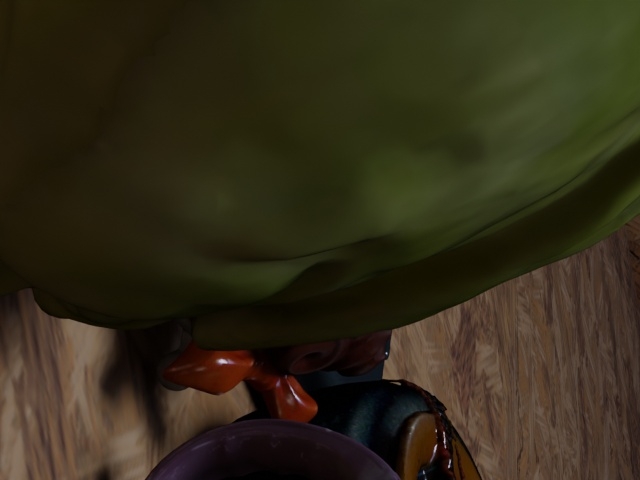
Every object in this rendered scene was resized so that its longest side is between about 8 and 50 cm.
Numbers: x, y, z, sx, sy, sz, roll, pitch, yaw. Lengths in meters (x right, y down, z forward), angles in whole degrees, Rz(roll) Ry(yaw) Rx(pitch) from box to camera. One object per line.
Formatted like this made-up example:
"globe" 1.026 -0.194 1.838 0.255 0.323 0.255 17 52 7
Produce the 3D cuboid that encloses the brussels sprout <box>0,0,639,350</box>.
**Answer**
"brussels sprout" 0.012 -0.160 0.494 0.425 0.361 0.342 13 60 -70

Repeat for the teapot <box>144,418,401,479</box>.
"teapot" -0.023 0.143 0.664 0.148 0.146 0.116 -50 132 -70

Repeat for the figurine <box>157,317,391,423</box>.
"figurine" -0.018 -0.028 0.790 0.183 0.160 0.226 57 38 -56

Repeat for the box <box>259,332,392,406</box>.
"box" 0.000 0.000 0.993 0.230 0.050 0.160 -80 157 -48

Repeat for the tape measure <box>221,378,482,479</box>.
"tape measure" 0.016 0.176 0.831 0.202 0.135 0.223 54 29 -42
